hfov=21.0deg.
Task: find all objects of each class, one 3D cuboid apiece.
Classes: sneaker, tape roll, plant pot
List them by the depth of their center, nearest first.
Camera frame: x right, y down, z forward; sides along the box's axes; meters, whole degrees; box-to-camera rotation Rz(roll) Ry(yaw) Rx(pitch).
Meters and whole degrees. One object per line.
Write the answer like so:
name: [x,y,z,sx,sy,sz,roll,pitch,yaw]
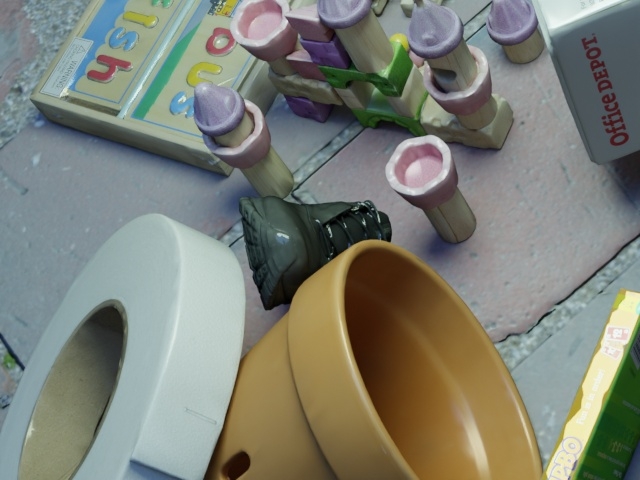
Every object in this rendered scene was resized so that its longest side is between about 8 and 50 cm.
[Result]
plant pot: [0.031,0.172,1.492,0.203,0.291,0.291,-32,51,26]
tape roll: [-0.198,0.162,1.578,0.392,0.072,0.392,-47,28,35]
sneaker: [0.000,0.000,1.606,0.130,0.286,0.109,-13,90,6]

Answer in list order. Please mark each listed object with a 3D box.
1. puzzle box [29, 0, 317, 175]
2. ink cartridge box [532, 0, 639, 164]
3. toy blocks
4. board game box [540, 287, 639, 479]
puzzle box: [-0.121,-0.280,1.957,0.272,0.052,0.409,17,69,31]
ink cartridge box: [0.338,-0.213,1.520,0.289,0.211,0.121,-21,53,8]
toy blocks: [0.042,-0.202,1.704,0.289,0.260,0.309,13,67,31]
board game box: [0.233,0.181,1.467,0.039,0.124,0.259,13,67,27]
